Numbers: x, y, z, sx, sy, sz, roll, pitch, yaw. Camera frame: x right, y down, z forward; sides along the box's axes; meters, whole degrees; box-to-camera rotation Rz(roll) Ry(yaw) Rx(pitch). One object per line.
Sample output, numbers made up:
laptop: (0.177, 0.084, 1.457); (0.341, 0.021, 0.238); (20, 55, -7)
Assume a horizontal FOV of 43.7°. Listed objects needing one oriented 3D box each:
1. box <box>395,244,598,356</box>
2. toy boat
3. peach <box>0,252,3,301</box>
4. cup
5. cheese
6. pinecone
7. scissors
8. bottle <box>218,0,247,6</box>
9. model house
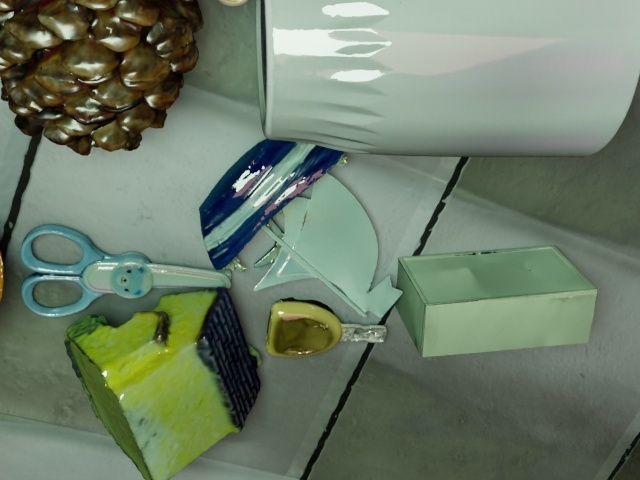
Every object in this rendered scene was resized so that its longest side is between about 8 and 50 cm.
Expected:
box: (0.223, 0.079, 1.045); (0.225, 0.129, 0.086); (-3, 116, -9)
toy boat: (-0.030, 0.008, 1.000); (0.210, 0.070, 0.292); (-21, 120, 2)
peach: (-0.446, 0.036, 0.866); (0.192, 0.190, 0.190); (17, 112, 2)
cup: (0.122, -0.210, 0.822); (0.371, 0.253, 0.253); (-2, 115, -8)
cheese: (0.009, 0.122, 1.077); (0.162, 0.036, 0.086); (4, 115, -12)
pinecone: (-0.221, -0.208, 0.774); (0.224, 0.224, 0.273); (0, 137, -11)
scissors: (-0.239, 0.044, 0.996); (0.256, 0.030, 0.125); (4, 118, -12)
bottle: (-0.094, -0.275, 0.835); (0.045, 0.096, 0.045); (-4, 116, -8)
model house: (-0.184, 0.154, 1.011); (0.211, 0.170, 0.194); (-31, 127, -25)
